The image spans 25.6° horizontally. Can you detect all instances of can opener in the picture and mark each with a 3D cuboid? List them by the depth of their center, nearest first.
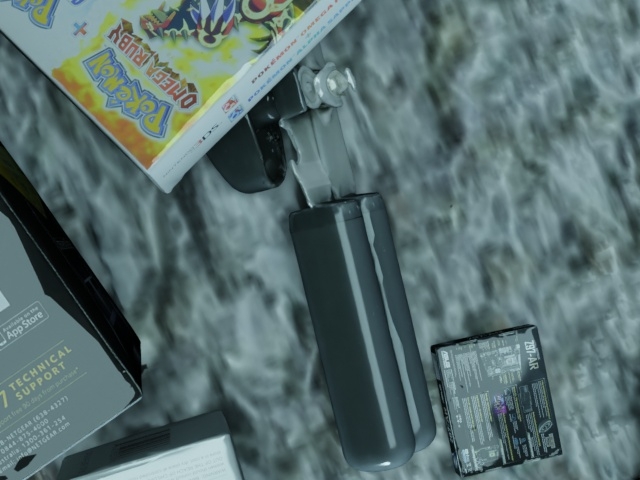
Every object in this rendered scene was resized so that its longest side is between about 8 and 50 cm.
[{"bbox_3d":[0.000,0.000,0.845,0.093,0.074,0.280,-17,91,27],"label":"can opener"}]

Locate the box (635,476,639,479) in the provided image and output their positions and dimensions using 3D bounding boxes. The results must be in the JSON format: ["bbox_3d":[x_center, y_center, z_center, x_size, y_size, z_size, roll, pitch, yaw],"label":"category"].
[{"bbox_3d":[0.487,0.120,0.694,0.480,0.472,0.297,-41,95,-4],"label":"box"}]

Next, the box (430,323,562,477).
[{"bbox_3d":[0.109,0.099,0.875,0.067,0.018,0.083,-13,92,-7],"label":"box"}]

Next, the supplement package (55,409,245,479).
[{"bbox_3d":[-0.079,0.203,0.811,0.105,0.105,0.179,-16,92,-7],"label":"supplement package"}]

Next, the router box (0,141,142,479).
[{"bbox_3d":[-0.187,-0.015,0.693,0.081,0.309,0.243,-35,94,-6],"label":"router box"}]

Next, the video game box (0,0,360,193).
[{"bbox_3d":[-0.094,-0.161,0.801,0.205,0.048,0.187,43,88,17],"label":"video game box"}]
